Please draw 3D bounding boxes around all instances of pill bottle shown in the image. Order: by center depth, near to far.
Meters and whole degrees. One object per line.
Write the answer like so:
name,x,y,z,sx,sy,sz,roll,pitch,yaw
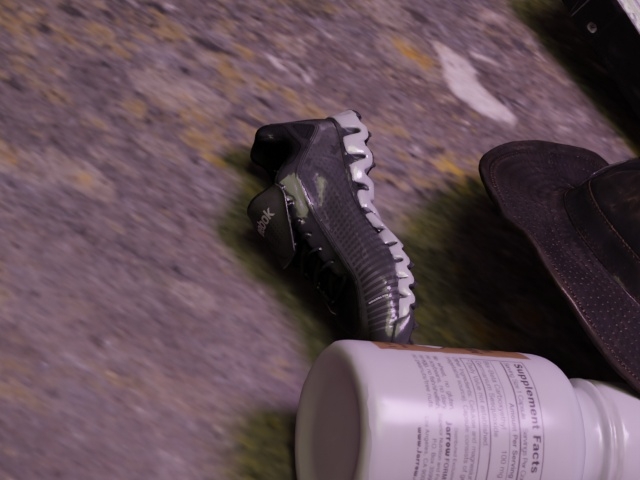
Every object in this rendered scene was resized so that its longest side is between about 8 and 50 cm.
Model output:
pill bottle,0.109,0.140,1.135,0.229,0.131,0.131,6,54,-23

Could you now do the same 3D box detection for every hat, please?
hat,0.286,-0.005,1.258,0.331,0.134,0.331,32,28,-20

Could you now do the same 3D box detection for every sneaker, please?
sneaker,0.000,0.000,1.226,0.106,0.078,0.234,1,53,-21

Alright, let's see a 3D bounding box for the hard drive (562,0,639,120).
hard drive,0.379,-0.144,1.481,0.237,0.064,0.339,-24,78,-36
